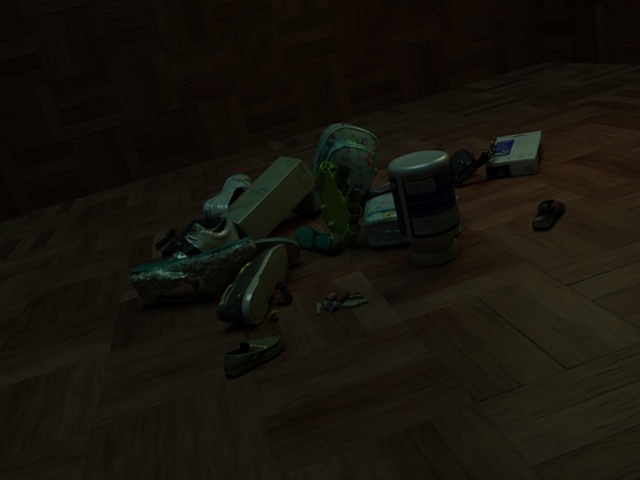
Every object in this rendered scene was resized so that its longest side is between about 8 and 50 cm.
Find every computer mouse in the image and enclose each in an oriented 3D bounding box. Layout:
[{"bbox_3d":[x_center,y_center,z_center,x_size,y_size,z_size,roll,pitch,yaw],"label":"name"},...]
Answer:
[{"bbox_3d":[0.517,-0.293,2.140,0.184,0.060,0.262,-41,10,22],"label":"computer mouse"}]

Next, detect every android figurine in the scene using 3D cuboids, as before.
[{"bbox_3d":[0.051,-0.106,1.828,0.056,0.248,0.273,-17,-19,-20],"label":"android figurine"}]

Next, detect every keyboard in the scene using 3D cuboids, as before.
[{"bbox_3d":[-0.513,-0.016,2.293,0.201,0.033,0.317,-11,19,13],"label":"keyboard"}]

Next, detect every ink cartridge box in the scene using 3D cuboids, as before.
[{"bbox_3d":[0.681,-0.301,2.154,0.165,0.065,0.333,-6,23,27],"label":"ink cartridge box"}]

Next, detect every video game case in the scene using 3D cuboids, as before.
[{"bbox_3d":[0.253,-0.173,2.047,0.274,0.026,0.196,-20,-7,-17],"label":"video game case"}]

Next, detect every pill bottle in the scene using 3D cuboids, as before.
[{"bbox_3d":[0.264,-0.079,1.545,0.153,0.265,0.153,-12,20,4],"label":"pill bottle"}]

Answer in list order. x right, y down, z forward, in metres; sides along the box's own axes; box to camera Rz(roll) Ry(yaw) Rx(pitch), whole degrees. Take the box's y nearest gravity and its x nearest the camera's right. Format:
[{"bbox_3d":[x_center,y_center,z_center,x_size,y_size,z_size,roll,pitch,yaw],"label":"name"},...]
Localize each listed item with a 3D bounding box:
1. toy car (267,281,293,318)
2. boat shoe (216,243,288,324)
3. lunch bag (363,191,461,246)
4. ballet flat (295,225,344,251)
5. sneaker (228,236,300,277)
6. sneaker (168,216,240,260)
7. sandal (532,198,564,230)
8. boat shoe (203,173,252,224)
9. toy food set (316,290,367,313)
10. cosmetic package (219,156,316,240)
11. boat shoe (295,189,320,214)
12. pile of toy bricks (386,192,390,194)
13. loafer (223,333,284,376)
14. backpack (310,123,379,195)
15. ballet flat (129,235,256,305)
[{"bbox_3d":[-0.114,0.147,1.517,0.040,0.060,0.122,-41,-1,28],"label":"toy car"},{"bbox_3d":[-0.165,0.105,1.582,0.096,0.117,0.324,-5,27,18],"label":"boat shoe"},{"bbox_3d":[0.264,-0.072,1.758,0.279,0.108,0.224,-10,20,14],"label":"lunch bag"},{"bbox_3d":[0.000,0.000,1.845,0.067,0.073,0.206,6,9,-34],"label":"ballet flat"},{"bbox_3d":[-0.200,0.037,1.798,0.302,0.108,0.121,-12,23,11],"label":"sneaker"},{"bbox_3d":[-0.402,0.027,1.926,0.330,0.146,0.122,-30,26,-33],"label":"sneaker"},{"bbox_3d":[0.602,-0.079,1.633,0.067,0.040,0.179,-2,23,32],"label":"sandal"},{"bbox_3d":[-0.312,-0.174,2.416,0.156,0.136,0.367,-7,20,21],"label":"boat shoe"},{"bbox_3d":[0.048,0.140,1.466,0.122,0.019,0.078,-14,19,1],"label":"toy food set"},{"bbox_3d":[-0.174,-0.137,2.089,0.309,0.113,0.160,-47,31,-17],"label":"cosmetic package"},{"bbox_3d":[-0.065,-0.163,2.260,0.094,0.109,0.302,-20,17,-25],"label":"boat shoe"},{"bbox_3d":[0.317,-0.138,1.935,0.212,0.105,0.118,-11,-33,-43],"label":"pile of toy bricks"},{"bbox_3d":[-0.140,0.232,1.302,0.148,0.050,0.056,-29,24,-34],"label":"loafer"},{"bbox_3d":[0.090,-0.276,2.154,0.225,0.254,0.191,12,10,-14],"label":"backpack"},{"bbox_3d":[-0.337,0.092,1.700,0.408,0.147,0.147,-14,18,23],"label":"ballet flat"}]
